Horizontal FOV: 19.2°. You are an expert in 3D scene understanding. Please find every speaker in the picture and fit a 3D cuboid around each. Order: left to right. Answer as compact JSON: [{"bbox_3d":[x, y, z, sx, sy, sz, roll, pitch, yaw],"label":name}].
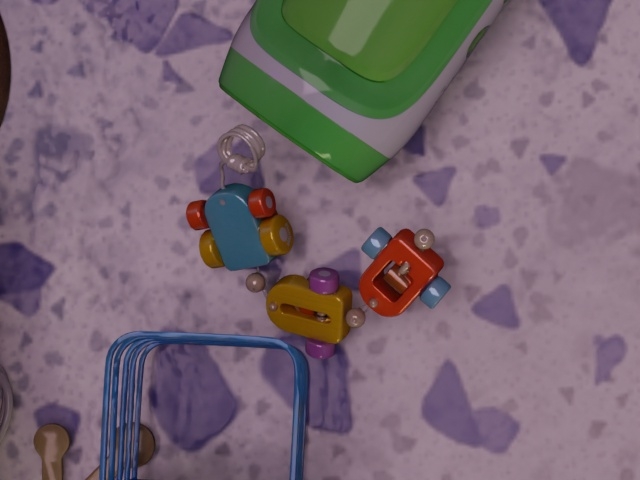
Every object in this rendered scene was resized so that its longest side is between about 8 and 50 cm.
[{"bbox_3d":[0.065,-0.185,1.142,0.131,0.131,0.296,36,94,8],"label":"speaker"}]

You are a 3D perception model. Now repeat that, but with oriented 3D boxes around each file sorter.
[{"bbox_3d":[-0.066,0.109,1.127,0.118,0.170,0.104,2,86,1],"label":"file sorter"}]

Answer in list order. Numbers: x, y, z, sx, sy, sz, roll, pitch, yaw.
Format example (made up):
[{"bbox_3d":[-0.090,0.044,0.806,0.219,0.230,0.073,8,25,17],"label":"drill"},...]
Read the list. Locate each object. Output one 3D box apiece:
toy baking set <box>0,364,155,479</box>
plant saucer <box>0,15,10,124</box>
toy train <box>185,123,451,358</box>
[{"bbox_3d":[-0.207,0.185,1.225,0.256,0.030,0.196,23,86,2],"label":"toy baking set"},{"bbox_3d":[-0.303,-0.111,1.242,0.199,0.036,0.198,0,88,8],"label":"plant saucer"},{"bbox_3d":[0.000,0.000,1.172,0.166,0.046,0.125,37,124,7],"label":"toy train"}]
